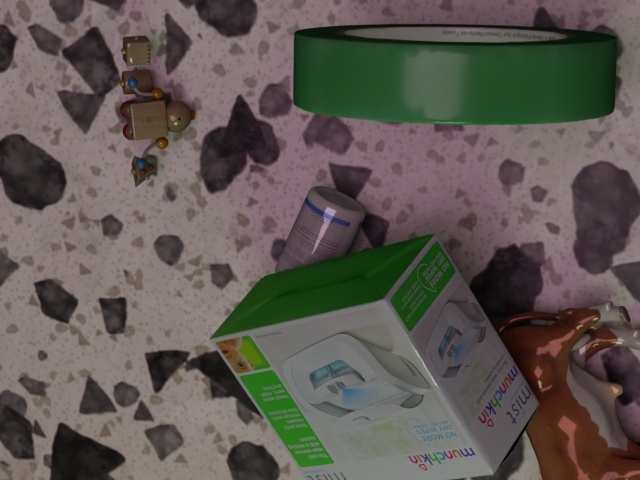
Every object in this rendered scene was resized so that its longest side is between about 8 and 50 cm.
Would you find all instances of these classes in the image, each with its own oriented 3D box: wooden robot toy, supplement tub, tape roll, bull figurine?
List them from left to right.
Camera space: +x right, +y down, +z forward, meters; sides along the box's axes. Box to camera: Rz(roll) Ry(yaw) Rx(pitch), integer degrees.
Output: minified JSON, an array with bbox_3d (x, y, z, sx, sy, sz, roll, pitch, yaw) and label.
[{"bbox_3d":[-0.185,-0.150,1.985,0.079,0.076,0.173,-7,99,-16],"label":"wooden robot toy"},{"bbox_3d":[0.000,0.000,1.933,0.071,0.071,0.107,29,107,12],"label":"supplement tub"},{"bbox_3d":[0.133,-0.169,1.725,0.321,0.321,0.077,4,102,18],"label":"tape roll"},{"bbox_3d":[0.297,0.211,1.854,0.188,0.101,0.310,-26,91,22],"label":"bull figurine"}]

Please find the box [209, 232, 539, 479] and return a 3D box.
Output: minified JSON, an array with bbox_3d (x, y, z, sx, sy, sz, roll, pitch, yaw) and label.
[{"bbox_3d":[0.058,0.137,1.837,0.262,0.127,0.231,-14,115,43],"label":"box"}]
